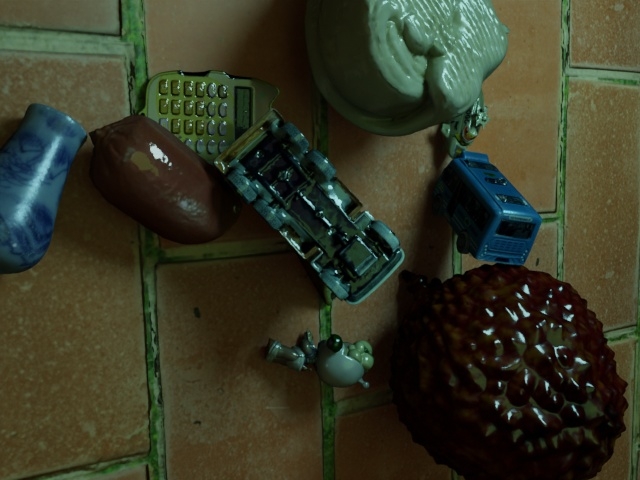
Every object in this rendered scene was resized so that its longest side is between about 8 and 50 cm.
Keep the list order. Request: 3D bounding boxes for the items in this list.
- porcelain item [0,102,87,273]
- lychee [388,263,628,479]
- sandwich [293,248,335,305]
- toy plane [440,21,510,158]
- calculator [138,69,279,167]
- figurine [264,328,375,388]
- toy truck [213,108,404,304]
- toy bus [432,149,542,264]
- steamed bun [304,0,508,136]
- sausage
[{"bbox_3d":[-0.416,-0.057,0.879,0.141,0.141,0.258,31,69,-30],"label":"porcelain item"},{"bbox_3d":[0.324,0.230,1.211,0.425,0.424,0.500,-37,72,-23],"label":"lychee"},{"bbox_3d":[0.000,0.000,1.160,0.094,0.096,0.257,-33,109,-18],"label":"sandwich"},{"bbox_3d":[0.307,-0.300,1.301,0.092,0.108,0.286,19,83,-31],"label":"toy plane"},{"bbox_3d":[-0.180,-0.199,1.062,0.237,0.033,0.157,-1,97,-29],"label":"calculator"},{"bbox_3d":[0.002,0.205,1.166,0.197,0.147,0.093,21,59,-3],"label":"figurine"},{"bbox_3d":[-0.019,-0.045,1.023,0.136,0.162,0.305,-43,95,-5],"label":"toy truck"},{"bbox_3d":[0.310,-0.062,1.235,0.114,0.246,0.134,7,121,-17],"label":"toy bus"},{"bbox_3d":[0.117,-0.345,1.096,0.342,0.255,0.367,51,46,-19],"label":"steamed bun"},{"bbox_3d":[-0.235,-0.083,0.972,0.254,0.148,0.148,45,73,-35],"label":"sausage"}]
